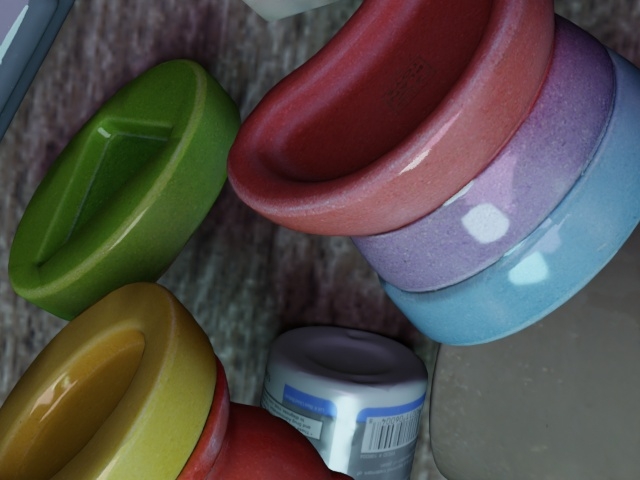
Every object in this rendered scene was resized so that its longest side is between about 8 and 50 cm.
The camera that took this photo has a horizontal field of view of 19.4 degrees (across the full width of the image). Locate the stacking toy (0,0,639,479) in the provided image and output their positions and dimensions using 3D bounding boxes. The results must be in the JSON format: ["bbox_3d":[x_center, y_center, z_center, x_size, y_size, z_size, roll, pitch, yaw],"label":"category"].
[{"bbox_3d":[0.000,0.000,0.785,0.309,0.279,0.130,-44,116,14],"label":"stacking toy"}]

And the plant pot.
[{"bbox_3d":[0.175,0.062,0.798,0.229,0.263,0.263,15,110,18],"label":"plant pot"}]

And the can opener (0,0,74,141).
[{"bbox_3d":[-0.210,-0.023,0.883,0.093,0.074,0.280,34,108,-5],"label":"can opener"}]

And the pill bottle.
[{"bbox_3d":[0.003,0.117,0.905,0.078,0.078,0.137,11,109,2],"label":"pill bottle"}]
